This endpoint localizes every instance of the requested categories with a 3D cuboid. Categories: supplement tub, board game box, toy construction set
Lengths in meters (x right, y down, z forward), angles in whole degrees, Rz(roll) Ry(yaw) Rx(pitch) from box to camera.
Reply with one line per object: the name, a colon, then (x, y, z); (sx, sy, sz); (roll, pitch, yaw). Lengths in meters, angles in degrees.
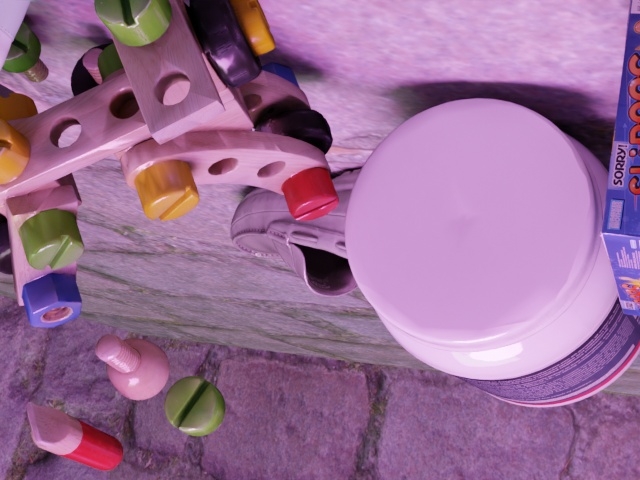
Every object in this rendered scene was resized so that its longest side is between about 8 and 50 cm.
supplement tub: (0.145, 0.020, 0.769); (0.191, 0.191, 0.272); (6, 168, 25)
board game box: (0.194, -0.040, 0.577); (0.035, 0.136, 0.201); (6, 167, 21)
toy construction set: (-0.127, -0.028, 0.602); (0.258, 0.308, 0.237); (2, 162, 7)

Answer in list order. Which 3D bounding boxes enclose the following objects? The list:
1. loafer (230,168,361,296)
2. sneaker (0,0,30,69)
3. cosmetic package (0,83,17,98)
loafer: (0.000, 0.000, 1.011); (0.112, 0.111, 0.319); (18, 166, -30)
sneaker: (-0.285, -0.136, 0.539); (0.256, 0.151, 0.094); (11, 170, 7)
cosmetic package: (-0.315, -0.091, 0.702); (0.127, 0.107, 0.238); (28, -172, 0)
